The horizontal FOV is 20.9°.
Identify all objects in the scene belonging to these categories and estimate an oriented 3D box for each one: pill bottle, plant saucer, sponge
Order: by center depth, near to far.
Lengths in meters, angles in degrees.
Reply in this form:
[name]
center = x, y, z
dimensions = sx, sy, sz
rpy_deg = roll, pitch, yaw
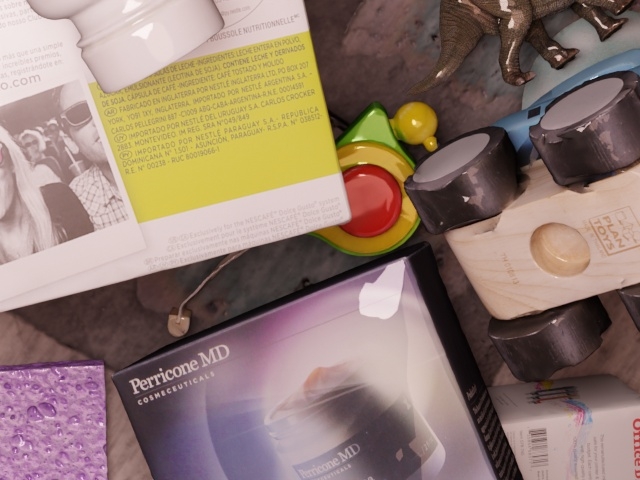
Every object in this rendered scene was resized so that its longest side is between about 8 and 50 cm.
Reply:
[pill bottle]
center = -0.166, -0.227, 1.226
dimensions = 0.131, 0.131, 0.229
rpy_deg = -31, 103, -3
[sponge]
center = -0.265, 0.222, 1.697
dimensions = 0.117, 0.031, 0.210
rpy_deg = -3, 101, -10
[plant saucer]
center = 0.298, -0.130, 1.728
dimensions = 0.194, 0.037, 0.195
rpy_deg = -2, 102, -11

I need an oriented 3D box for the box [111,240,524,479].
[box]
center = 0.010, 0.192, 1.591
dimensions = 0.296, 0.183, 0.294
rpy_deg = -23, 89, 11

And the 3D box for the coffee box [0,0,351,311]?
[coffee box]
center = -0.193, -0.159, 1.474
dimensions = 0.338, 0.337, 0.334
rpy_deg = -15, 102, -7

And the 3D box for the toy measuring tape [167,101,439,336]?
[toy measuring tape]
center = 0.000, 0.000, 1.666
dimensions = 0.121, 0.121, 0.330
rpy_deg = 42, 100, -15

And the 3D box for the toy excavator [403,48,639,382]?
[toy excavator]
center = 0.349, -0.116, 1.622
dimensions = 0.433, 0.445, 0.222
rpy_deg = -20, 110, 37

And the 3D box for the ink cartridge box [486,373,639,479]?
[ink cartridge box]
center = 0.233, 0.216, 1.738
dimensions = 0.176, 0.127, 0.128
rpy_deg = -5, 101, -8

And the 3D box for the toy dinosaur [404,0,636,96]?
[toy dinosaur]
center = 0.199, -0.245, 1.660
dimensions = 0.313, 0.121, 0.160
rpy_deg = -36, 81, 7
